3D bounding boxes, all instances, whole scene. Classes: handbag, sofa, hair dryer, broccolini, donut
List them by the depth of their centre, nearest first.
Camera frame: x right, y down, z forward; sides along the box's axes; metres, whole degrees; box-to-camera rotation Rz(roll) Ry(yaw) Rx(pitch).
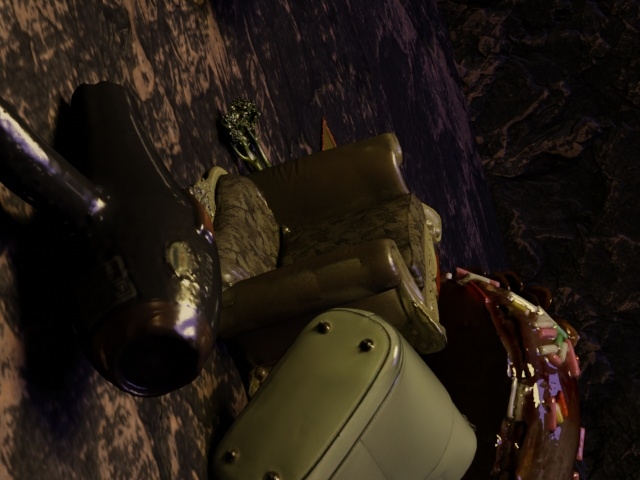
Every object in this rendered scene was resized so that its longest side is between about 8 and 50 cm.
[{"bbox_3d":[-0.193,-0.082,0.932,0.359,0.120,0.303,48,17,-42],"label":"hair dryer"},{"bbox_3d":[0.037,0.216,1.276,0.109,0.241,0.315,25,-21,36],"label":"handbag"},{"bbox_3d":[0.000,0.000,1.353,0.258,0.200,0.182,-83,154,-59],"label":"sofa"},{"bbox_3d":[-0.041,-0.064,1.516,0.194,0.054,0.052,50,-31,3],"label":"broccolini"},{"bbox_3d":[0.171,0.173,1.582,0.136,0.259,0.345,16,22,-30],"label":"donut"}]

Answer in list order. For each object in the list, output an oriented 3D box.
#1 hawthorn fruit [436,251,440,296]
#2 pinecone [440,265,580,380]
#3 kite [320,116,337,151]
[{"bbox_3d":[0.041,0.050,1.580,0.194,0.157,0.157,-26,-100,66],"label":"hawthorn fruit"},{"bbox_3d":[0.190,0.147,1.877,0.292,0.246,0.246,17,52,-45],"label":"pinecone"},{"bbox_3d":[0.048,0.002,1.976,0.327,0.013,0.377,16,58,-74],"label":"kite"}]
